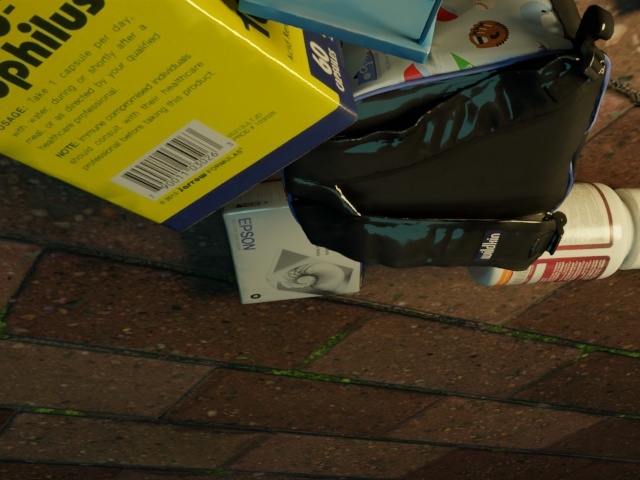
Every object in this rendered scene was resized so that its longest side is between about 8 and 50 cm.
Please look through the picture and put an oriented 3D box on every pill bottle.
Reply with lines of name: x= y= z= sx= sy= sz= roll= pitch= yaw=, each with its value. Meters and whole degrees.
pill bottle: x=0.293 y=-0.010 z=1.026 sx=0.221 sy=0.121 sz=0.121 roll=-3 pitch=148 yaw=-10

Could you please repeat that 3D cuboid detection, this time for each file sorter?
file sorter: x=0.032 y=-0.217 z=0.509 sx=0.118 sy=0.170 sz=0.104 roll=15 pitch=150 yaw=-3

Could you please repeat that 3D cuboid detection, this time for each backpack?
backpack: x=0.086 y=-0.109 z=0.732 sx=0.264 sy=0.213 sz=0.276 roll=-15 pitch=143 yaw=-6

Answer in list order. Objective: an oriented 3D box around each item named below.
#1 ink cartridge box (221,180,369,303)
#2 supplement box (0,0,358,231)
ink cartridge box: x=0.000 y=0.000 z=1.036 sx=0.224 sy=0.045 sz=0.223 roll=-8 pitch=148 yaw=-3
supplement box: x=-0.167 y=-0.181 z=0.559 sx=0.195 sy=0.194 sz=0.357 roll=-30 pitch=143 yaw=30
